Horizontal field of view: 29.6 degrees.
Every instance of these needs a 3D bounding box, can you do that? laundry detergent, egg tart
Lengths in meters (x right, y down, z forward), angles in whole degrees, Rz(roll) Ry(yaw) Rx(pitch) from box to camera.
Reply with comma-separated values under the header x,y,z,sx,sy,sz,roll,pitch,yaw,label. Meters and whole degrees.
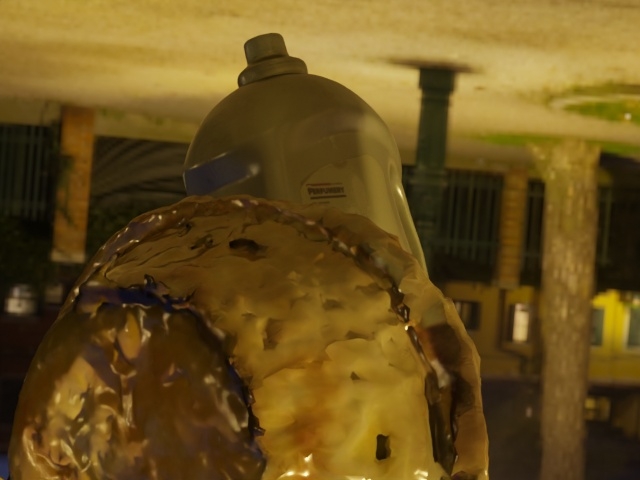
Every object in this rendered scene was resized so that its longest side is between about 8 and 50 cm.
x,y,z,sx,sy,sz,roll,pitch,yaw,label
0.000,0.000,0.707,0.091,0.253,0.181,-24,166,38,laundry detergent
-0.043,0.080,0.430,0.213,0.212,0.090,5,-178,37,egg tart
